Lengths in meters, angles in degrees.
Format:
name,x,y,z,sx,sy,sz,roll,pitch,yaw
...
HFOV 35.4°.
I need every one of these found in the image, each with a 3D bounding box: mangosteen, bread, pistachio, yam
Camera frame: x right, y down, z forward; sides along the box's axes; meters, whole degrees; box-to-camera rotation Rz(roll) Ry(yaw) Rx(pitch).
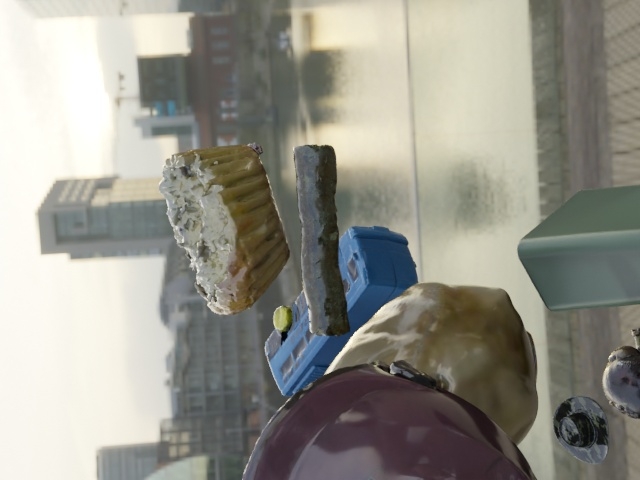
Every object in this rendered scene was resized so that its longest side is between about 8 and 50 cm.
name,x,y,z,sx,sy,sz,roll,pitch,yaw
mangosteen,0.709,0.303,2.188,0.172,0.184,0.172,40,156,22
bread,-0.146,-0.021,1.565,0.274,0.149,0.274,52,152,42
pistachio,0.131,0.252,1.414,0.446,0.281,0.365,-58,-10,12
yam,0.000,0.000,1.324,0.061,0.061,0.253,-172,77,-85

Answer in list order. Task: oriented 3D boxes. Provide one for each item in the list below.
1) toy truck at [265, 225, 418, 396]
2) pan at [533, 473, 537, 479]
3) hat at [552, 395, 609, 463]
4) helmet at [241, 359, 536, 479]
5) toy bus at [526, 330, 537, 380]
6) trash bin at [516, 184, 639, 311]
name,x,y,z,sx,sy,sz,roll,pitch,yaw
toy truck,0.040,0.142,1.936,0.385,0.161,0.162,-55,41,35
pan,0.250,0.365,1.625,0.028,0.235,0.136,-34,-27,-43
hat,0.439,0.326,1.704,0.121,0.050,0.121,1,92,50
helmet,0.094,0.273,0.967,0.338,0.197,0.271,40,-107,-52
toy bus,0.265,0.264,2.011,0.153,0.329,0.143,-138,35,-67
trash bin,0.550,0.009,1.747,0.158,0.223,0.343,60,154,-13
